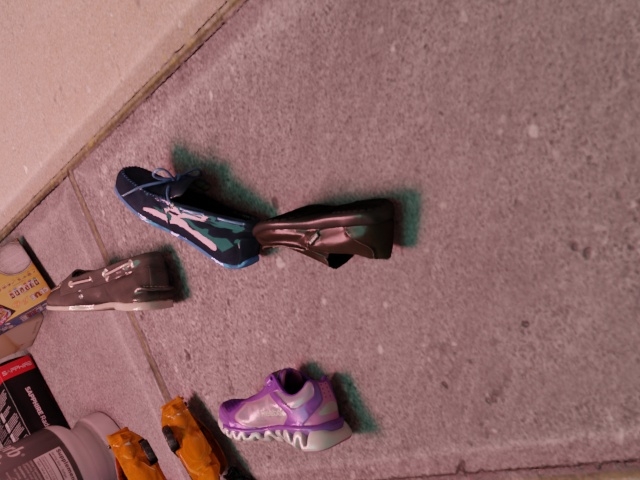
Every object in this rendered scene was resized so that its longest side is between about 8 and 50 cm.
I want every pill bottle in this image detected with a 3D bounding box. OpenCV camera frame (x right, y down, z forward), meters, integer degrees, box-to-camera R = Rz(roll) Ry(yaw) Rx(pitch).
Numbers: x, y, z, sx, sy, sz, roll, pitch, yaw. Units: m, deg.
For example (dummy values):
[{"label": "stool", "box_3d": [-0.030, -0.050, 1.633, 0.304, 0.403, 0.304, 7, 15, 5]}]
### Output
[{"label": "pill bottle", "box_3d": [-0.572, 0.499, 1.600, 0.210, 0.363, 0.210, 22, 122, 39]}]

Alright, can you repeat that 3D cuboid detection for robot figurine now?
[{"label": "robot figurine", "box_3d": [-0.222, 0.417, 1.330, 0.291, 0.211, 0.085, 56, 160, 20]}]

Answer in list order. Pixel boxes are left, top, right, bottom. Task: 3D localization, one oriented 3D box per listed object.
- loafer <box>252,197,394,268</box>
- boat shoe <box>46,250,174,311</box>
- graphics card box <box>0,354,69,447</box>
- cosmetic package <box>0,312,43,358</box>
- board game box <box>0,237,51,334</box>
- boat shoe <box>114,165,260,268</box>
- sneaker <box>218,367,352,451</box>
[{"label": "loafer", "box_3d": [0.000, 0.000, 0.976, 0.220, 0.080, 0.078, -3, 104, 48]}, {"label": "boat shoe", "box_3d": [-0.369, 0.075, 1.401, 0.335, 0.112, 0.095, -5, 85, 43]}, {"label": "graphics card box", "box_3d": [-0.675, 0.481, 1.913, 0.370, 0.094, 0.233, 58, 138, 13]}, {"label": "cosmetic package", "box_3d": [-0.781, 0.212, 1.742, 0.113, 0.310, 0.160, 55, 139, 15]}, {"label": "board game box", "box_3d": [-0.696, 0.122, 1.661, 0.165, 0.243, 0.042, 51, 158, 19]}, {"label": "boat shoe", "box_3d": [-0.181, -0.056, 1.152, 0.258, 0.109, 0.089, 27, 120, 17]}, {"label": "sneaker", "box_3d": [-0.058, 0.231, 1.143, 0.236, 0.095, 0.104, -7, 95, 43]}]
